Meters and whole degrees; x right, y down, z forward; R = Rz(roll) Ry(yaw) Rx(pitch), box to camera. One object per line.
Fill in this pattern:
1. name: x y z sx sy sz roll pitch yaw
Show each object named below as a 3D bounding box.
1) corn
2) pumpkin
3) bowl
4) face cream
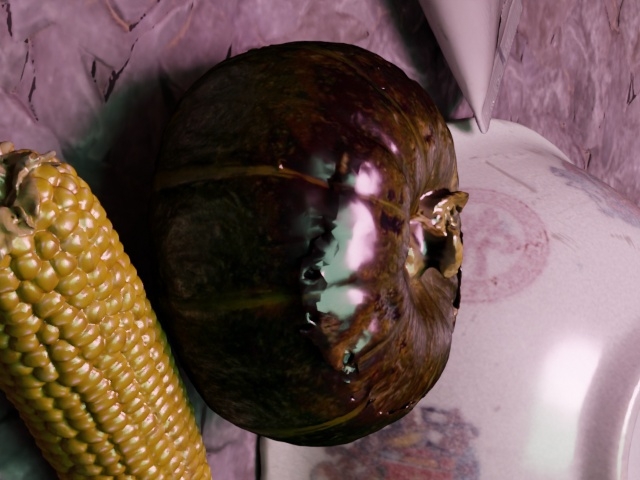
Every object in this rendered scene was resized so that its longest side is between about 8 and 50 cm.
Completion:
1. corn: -0.125 0.065 0.799 0.091 0.091 0.260 -87 161 -53
2. pumpkin: 0.003 -0.001 0.863 0.238 0.159 0.238 -9 90 -68
3. bowl: 0.175 0.132 1.070 0.435 0.196 0.434 -9 103 -45
4. face cream: 0.083 -0.227 1.009 0.314 0.089 0.143 60 37 -41
